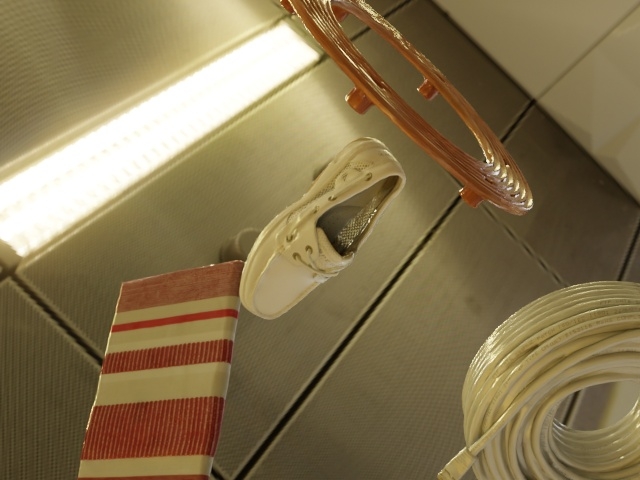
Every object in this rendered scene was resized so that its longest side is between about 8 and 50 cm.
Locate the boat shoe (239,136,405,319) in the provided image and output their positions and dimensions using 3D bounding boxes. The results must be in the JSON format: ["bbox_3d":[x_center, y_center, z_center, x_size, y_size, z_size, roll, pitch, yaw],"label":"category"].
[{"bbox_3d":[0.000,0.000,1.015,0.098,0.277,0.096,29,-164,-33],"label":"boat shoe"}]

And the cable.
[{"bbox_3d":[0.262,0.161,0.768,0.257,0.257,0.089,19,-155,-10],"label":"cable"}]

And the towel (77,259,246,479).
[{"bbox_3d":[-0.225,0.193,1.193,0.037,0.237,0.329,44,-136,-47],"label":"towel"}]

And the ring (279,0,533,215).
[{"bbox_3d":[0.082,-0.147,0.798,0.336,0.032,0.337,39,-158,-19],"label":"ring"}]
